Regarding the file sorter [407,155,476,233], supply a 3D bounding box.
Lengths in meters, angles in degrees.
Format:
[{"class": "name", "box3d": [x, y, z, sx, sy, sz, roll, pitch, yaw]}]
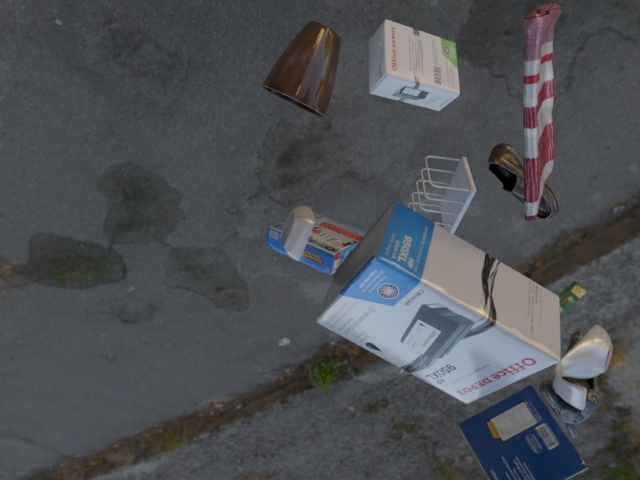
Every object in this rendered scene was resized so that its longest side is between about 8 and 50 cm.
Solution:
[{"class": "file sorter", "box3d": [0.471, -0.173, 1.826, 0.173, 0.193, 0.278, 5, 139, -5]}]

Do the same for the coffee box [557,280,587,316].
[{"class": "coffee box", "box3d": [0.586, 0.174, 1.139, 0.113, 0.040, 0.184, -39, 155, -4]}]

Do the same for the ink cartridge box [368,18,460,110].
[{"class": "ink cartridge box", "box3d": [0.295, -0.552, 1.454, 0.272, 0.199, 0.114, 6, 164, -22]}]

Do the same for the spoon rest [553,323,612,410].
[{"class": "spoon rest", "box3d": [0.616, 0.291, 1.074, 0.276, 0.084, 0.137, -21, 115, -44]}]

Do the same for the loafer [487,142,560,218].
[{"class": "loafer", "box3d": [0.789, -0.213, 1.819, 0.130, 0.366, 0.134, -42, 177, -23]}]

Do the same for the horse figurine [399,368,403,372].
[{"class": "horse figurine", "box3d": [0.331, 0.321, 1.458, 0.066, 0.263, 0.175, 31, 143, 15]}]

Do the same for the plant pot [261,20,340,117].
[{"class": "plant pot", "box3d": [-0.034, -0.527, 1.386, 0.215, 0.215, 0.231, 21, 101, -28]}]

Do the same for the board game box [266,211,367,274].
[{"class": "board game box", "box3d": [0.000, 0.000, 1.809, 0.308, 0.302, 0.086, 23, 116, 27]}]

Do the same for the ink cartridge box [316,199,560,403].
[{"class": "ink cartridge box", "box3d": [0.234, 0.143, 0.943, 0.394, 0.166, 0.285, 29, 139, -5]}]

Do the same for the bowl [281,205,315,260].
[{"class": "bowl", "box3d": [-0.071, -0.028, 1.307, 0.053, 0.142, 0.142, 19, 107, -16]}]

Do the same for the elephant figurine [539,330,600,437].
[{"class": "elephant figurine", "box3d": [0.794, 0.438, 1.421, 0.169, 0.239, 0.186, 40, 128, 15]}]

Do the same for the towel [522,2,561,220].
[{"class": "towel", "box3d": [0.389, -0.230, 0.805, 0.037, 0.237, 0.329, 4, 120, 31]}]

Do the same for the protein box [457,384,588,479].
[{"class": "protein box", "box3d": [0.467, 0.490, 1.089, 0.201, 0.200, 0.136, -30, 151, 2]}]
